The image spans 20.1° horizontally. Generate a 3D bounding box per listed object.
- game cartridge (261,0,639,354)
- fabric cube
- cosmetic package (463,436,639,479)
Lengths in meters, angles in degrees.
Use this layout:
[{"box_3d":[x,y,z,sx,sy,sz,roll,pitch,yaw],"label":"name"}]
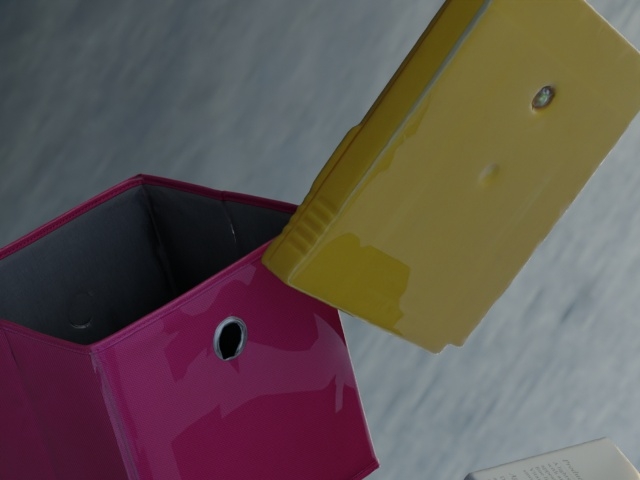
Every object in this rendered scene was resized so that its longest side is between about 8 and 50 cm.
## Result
[{"box_3d":[0.126,-0.067,1.509,0.323,0.053,0.285,-53,144,6],"label":"game cartridge"},{"box_3d":[-0.142,0.122,1.567,0.254,0.259,0.258,-31,118,-34],"label":"fabric cube"},{"box_3d":[0.197,0.282,1.535,0.184,0.151,0.151,-6,138,-40],"label":"cosmetic package"}]
